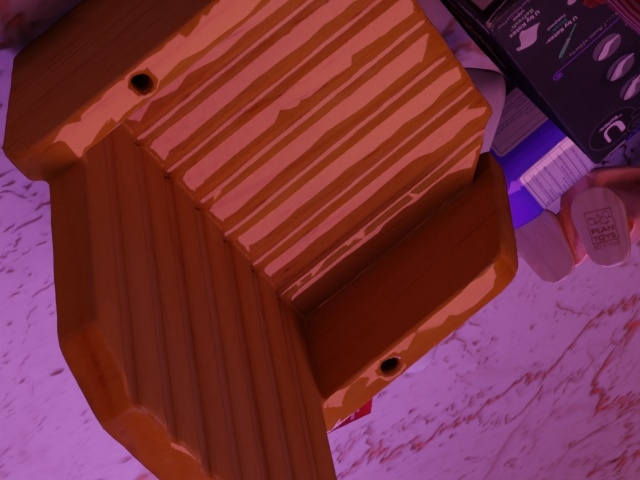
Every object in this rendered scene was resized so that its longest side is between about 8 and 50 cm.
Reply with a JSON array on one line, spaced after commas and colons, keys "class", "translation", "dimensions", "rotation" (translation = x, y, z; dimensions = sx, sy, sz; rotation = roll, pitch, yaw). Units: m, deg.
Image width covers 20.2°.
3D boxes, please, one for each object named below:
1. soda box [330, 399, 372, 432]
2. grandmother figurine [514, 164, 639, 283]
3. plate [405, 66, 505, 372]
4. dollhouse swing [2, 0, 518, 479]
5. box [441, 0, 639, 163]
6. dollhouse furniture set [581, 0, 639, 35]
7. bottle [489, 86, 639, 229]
[{"class": "soda box", "translation": [-0.001, 0.070, 1.601], "dimensions": [0.083, 0.092, 0.263], "rotation": [-24, 147, -21]}, {"class": "grandmother figurine", "translation": [0.333, -0.044, 1.750], "dimensions": [0.208, 0.104, 0.342], "rotation": [-8, -173, 36]}, {"class": "plate", "translation": [0.015, -0.007, 1.427], "dimensions": [0.278, 0.045, 0.277], "rotation": [1, 113, -32]}, {"class": "dollhouse swing", "translation": [0.000, 0.000, 1.190], "dimensions": [0.315, 0.305, 0.347], "rotation": [-39, 127, 2]}, {"class": "box", "translation": [0.170, -0.198, 1.340], "dimensions": [0.143, 0.165, 0.270], "rotation": [-43, 149, 6]}, {"class": "dollhouse furniture set", "translation": [0.166, -0.180, 1.016], "dimensions": [0.374, 0.201, 0.152], "rotation": [11, 122, -50]}, {"class": "bottle", "translation": [0.172, -0.070, 1.593], "dimensions": [0.283, 0.092, 0.118], "rotation": [-41, 156, 6]}]
